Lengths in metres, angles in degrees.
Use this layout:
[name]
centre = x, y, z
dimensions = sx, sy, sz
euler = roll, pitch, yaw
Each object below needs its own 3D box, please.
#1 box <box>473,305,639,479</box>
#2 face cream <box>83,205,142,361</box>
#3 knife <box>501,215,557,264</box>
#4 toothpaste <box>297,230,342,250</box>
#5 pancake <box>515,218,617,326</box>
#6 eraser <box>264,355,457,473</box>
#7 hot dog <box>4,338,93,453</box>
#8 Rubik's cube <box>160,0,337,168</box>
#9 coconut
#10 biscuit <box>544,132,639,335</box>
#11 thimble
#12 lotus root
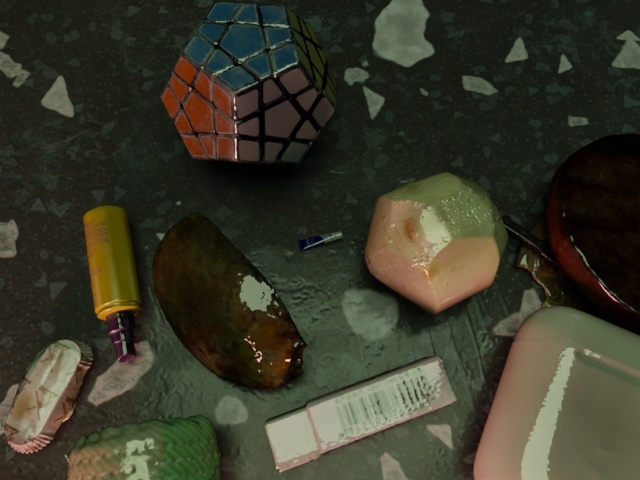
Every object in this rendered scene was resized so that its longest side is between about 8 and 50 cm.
[box]
centre = 0.410, 0.292, 0.851
dimensions = 0.289, 0.141, 0.349
euler = 23, 71, 9
[face cream]
centre = -0.356, 0.075, 0.962
dimensions = 0.078, 0.078, 0.273
euler = -14, 69, -6
[knife]
centre = 0.434, 0.015, 0.995
dimensions = 0.245, 0.019, 0.072
euler = 33, 67, 7
[toothpaste]
centre = 0.000, 0.000, 1.030
dimensions = 0.083, 0.015, 0.024
euler = -13, 62, 0
[pancake]
centre = 0.467, 0.062, 1.001
dimensions = 0.212, 0.029, 0.235
euler = -25, 73, -11
[eraser]
centre = 0.057, 0.268, 0.866
dimensions = 0.287, 0.130, 0.086
euler = -18, 73, -9
[hot dog]
centre = -0.449, 0.252, 0.908
dimensions = 0.099, 0.053, 0.192
euler = 17, 72, 7
[Rubik's cube]
centre = -0.122, -0.269, 0.998
dimensions = 0.319, 0.264, 0.319
euler = 0, 69, 0
[coconut]
centre = 0.182, 0.006, 0.926
dimensions = 0.241, 0.241, 0.241
euler = 0, 69, 0
[biscuit]
centre = 0.589, -0.008, 0.977
dimensions = 0.407, 0.091, 0.407
euler = 5, 61, -8
[thimble]
centre = -0.251, 0.342, 0.791
dimensions = 0.219, 0.219, 0.150
euler = -9, 69, -4
[lotus root]
centre = -0.167, 0.114, 0.905
dimensions = 0.142, 0.210, 0.314
euler = -33, 59, -24
